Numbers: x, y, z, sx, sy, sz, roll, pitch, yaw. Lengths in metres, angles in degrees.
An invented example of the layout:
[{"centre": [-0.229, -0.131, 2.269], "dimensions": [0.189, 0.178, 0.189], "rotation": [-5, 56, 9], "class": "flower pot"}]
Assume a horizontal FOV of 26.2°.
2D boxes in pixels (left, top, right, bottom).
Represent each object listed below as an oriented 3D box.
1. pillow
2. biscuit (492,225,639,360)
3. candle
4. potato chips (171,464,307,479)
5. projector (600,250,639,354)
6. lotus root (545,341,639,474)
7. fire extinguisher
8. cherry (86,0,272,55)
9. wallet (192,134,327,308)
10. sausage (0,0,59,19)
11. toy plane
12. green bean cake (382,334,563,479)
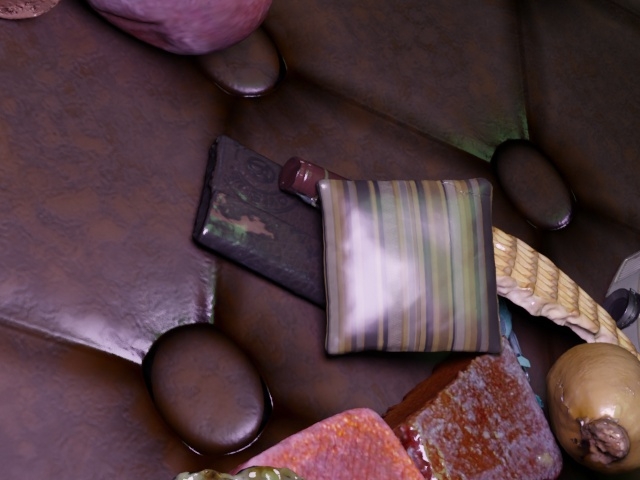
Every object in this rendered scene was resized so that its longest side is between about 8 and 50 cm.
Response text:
[{"centre": [0.103, 0.029, 1.592], "dimensions": [0.212, 0.052, 0.208], "rotation": [0, 79, -11], "class": "pillow"}, {"centre": [0.282, 0.056, 1.763], "dimensions": [0.309, 0.040, 0.204], "rotation": [30, 18, -29], "class": "biscuit"}, {"centre": [0.029, 0.300, 1.393], "dimensions": [0.317, 0.131, 0.287], "rotation": [31, 43, -20], "class": "candle"}, {"centre": [-0.037, 0.376, 1.206], "dimensions": [0.429, 0.070, 0.358], "rotation": [41, 83, 4], "class": "potato chips"}, {"centre": [0.477, 0.134, 1.895], "dimensions": [0.194, 0.088, 0.269], "rotation": [32, 46, -21], "class": "projector"}, {"centre": [0.337, 0.196, 1.619], "dimensions": [0.303, 0.131, 0.146], "rotation": [-37, 119, -85], "class": "lotus root"}, {"centre": [0.025, -0.046, 1.639], "dimensions": [0.157, 0.045, 0.078], "rotation": [22, 72, -29], "class": "fire extinguisher"}, {"centre": [-0.175, -0.338, 1.598], "dimensions": [0.221, 0.261, 0.307], "rotation": [-54, 131, -15], "class": "cherry"}, {"centre": [0.000, 0.000, 1.640], "dimensions": [0.321, 0.044, 0.170], "rotation": [27, 45, -22], "class": "wallet"}, {"centre": [-0.369, -0.368, 1.550], "dimensions": [0.123, 0.123, 0.252], "rotation": [-2, 62, -40], "class": "sausage"}, {"centre": [0.214, 0.108, 1.730], "dimensions": [0.096, 0.060, 0.235], "rotation": [20, 44, -44], "class": "toy plane"}, {"centre": [0.155, 0.220, 1.570], "dimensions": [0.233, 0.097, 0.198], "rotation": [-14, 72, -44], "class": "green bean cake"}]
